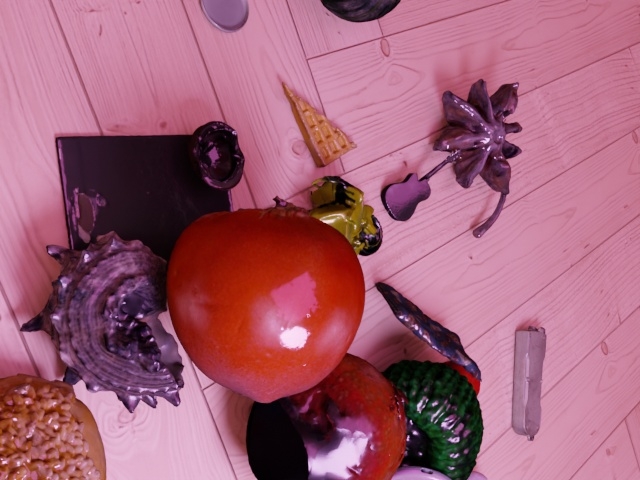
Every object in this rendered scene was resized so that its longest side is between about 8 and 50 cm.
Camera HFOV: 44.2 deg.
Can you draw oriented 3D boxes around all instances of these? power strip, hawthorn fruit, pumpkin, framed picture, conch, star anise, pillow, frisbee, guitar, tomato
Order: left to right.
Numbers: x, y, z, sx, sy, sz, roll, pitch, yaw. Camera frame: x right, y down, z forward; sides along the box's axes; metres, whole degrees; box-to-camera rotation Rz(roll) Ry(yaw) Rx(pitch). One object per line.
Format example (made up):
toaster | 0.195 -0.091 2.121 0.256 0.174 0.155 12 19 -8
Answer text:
conch | -0.312 0.127 1.235 0.313 0.186 0.240 60 36 -4
framed picture | -0.288 -0.063 1.366 0.324 0.013 0.244 -7 89 -40
frisbee | -0.183 -0.450 1.502 0.110 0.014 0.110 7 79 -39
tomato | -0.086 0.097 1.239 0.321 0.321 0.321 6 81 -40
hawthorn fruit | 0.006 0.334 1.393 0.316 0.316 0.316 6 81 -40
pumpkin | 0.076 -0.574 1.620 0.250 0.216 0.250 11 90 -71
guitar | 0.234 -0.134 1.767 0.233 0.025 0.088 -38 109 -16
pillow | 0.225 0.185 1.651 0.255 0.189 0.034 38 100 -19
star anise | 0.372 -0.231 1.891 0.316 0.139 0.359 39 77 -22
power strip | 0.525 0.358 1.985 0.080 0.048 0.286 13 76 -37

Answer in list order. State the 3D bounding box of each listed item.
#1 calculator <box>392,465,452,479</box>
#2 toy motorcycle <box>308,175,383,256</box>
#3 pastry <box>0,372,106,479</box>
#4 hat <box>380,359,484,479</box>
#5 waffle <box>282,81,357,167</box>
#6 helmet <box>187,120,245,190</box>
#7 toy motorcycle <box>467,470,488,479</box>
calculator | 0.189 0.551 1.571 0.041 0.185 0.299 -69 167 -51
toy motorcycle | 0.002 0.000 1.522 0.342 0.142 0.206 -40 109 -38
pastry | -0.422 0.342 1.087 0.284 0.184 0.316 25 69 -37
hat | 0.234 0.348 1.657 0.332 0.242 0.274 -44 139 -60
waffle | -0.001 -0.256 1.620 0.125 0.032 0.191 -34 108 -36
helmet | -0.193 -0.150 1.404 0.098 0.070 0.123 -14 101 -35
toy motorcycle | 0.301 0.629 1.740 0.112 0.112 0.254 54 56 -22
